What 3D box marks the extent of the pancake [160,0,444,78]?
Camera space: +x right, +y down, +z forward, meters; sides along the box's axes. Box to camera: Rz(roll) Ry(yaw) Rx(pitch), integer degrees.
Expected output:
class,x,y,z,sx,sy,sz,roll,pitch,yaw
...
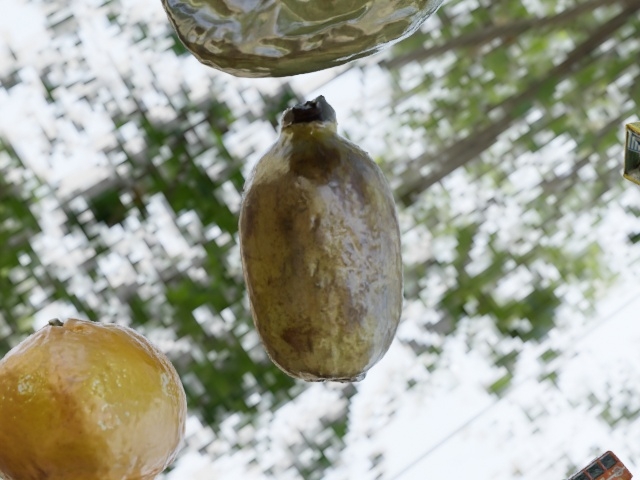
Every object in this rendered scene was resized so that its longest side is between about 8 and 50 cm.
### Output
class,x,y,z,sx,sy,sz,roll,pitch,yaw
pancake,-0.005,-0.253,1.619,0.294,0.294,0.049,36,-10,35

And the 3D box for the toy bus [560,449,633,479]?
class,x,y,z,sx,sy,sz,roll,pitch,yaw
toy bus,0.223,0.220,1.630,0.043,0.110,0.031,53,-41,12

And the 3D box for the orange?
class,x,y,z,sx,sy,sz,roll,pitch,yaw
orange,-0.205,0.147,1.630,0.177,0.177,0.155,-15,-112,62

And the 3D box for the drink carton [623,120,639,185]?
class,x,y,z,sx,sy,sz,roll,pitch,yaw
drink carton,0.410,-0.100,1.940,0.084,0.200,0.074,33,-49,56

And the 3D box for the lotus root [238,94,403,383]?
class,x,y,z,sx,sy,sz,roll,pitch,yaw
lotus root,0.000,0.000,1.700,0.128,0.145,0.260,-77,162,-85
